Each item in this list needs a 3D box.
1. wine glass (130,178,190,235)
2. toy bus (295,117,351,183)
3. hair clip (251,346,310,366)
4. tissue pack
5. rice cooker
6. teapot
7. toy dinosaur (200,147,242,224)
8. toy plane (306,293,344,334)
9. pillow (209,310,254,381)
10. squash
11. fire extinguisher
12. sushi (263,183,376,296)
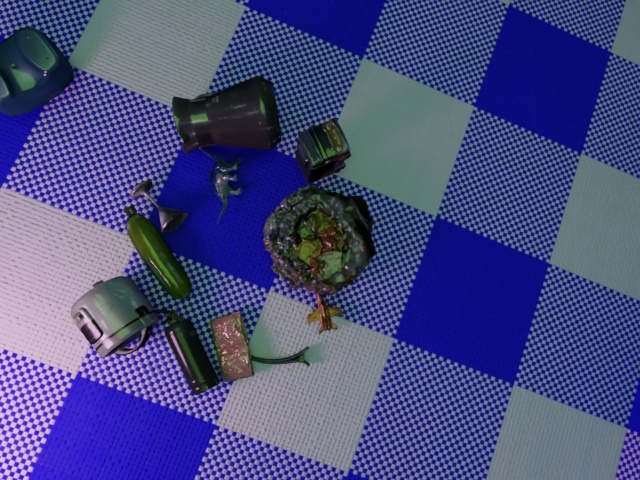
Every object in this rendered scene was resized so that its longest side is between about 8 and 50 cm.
[{"bbox_3d":[-0.567,-0.120,1.515,0.122,0.122,0.183,-43,85,-10],"label":"wine glass"},{"bbox_3d":[0.003,-0.309,1.527,0.167,0.275,0.138,-24,87,-8],"label":"toy bus"},{"bbox_3d":[-0.153,0.420,1.536,0.230,0.039,0.070,-2,85,-7],"label":"hair clip"},{"bbox_3d":[-1.006,-0.564,1.471,0.287,0.206,0.198,-41,99,-9],"label":"tissue pack"},{"bbox_3d":[-0.662,0.255,1.401,0.226,0.226,0.244,-38,91,-10],"label":"rice cooker"},{"bbox_3d":[-0.325,-0.445,1.530,0.344,0.253,0.300,-9,47,-6],"label":"teapot"},{"bbox_3d":[-0.349,-0.231,1.573,0.144,0.076,0.329,-17,81,1],"label":"toy dinosaur"},{"bbox_3d":[0.007,0.242,1.574,0.135,0.062,0.188,-14,71,-9],"label":"toy plane"},{"bbox_3d":[-0.310,0.373,1.511,0.126,0.043,0.232,-14,83,3],"label":"pillow"},{"bbox_3d":[-0.570,0.046,1.498,0.101,0.101,0.378,-33,92,-10],"label":"squash"},{"bbox_3d":[-0.454,0.368,1.467,0.095,0.114,0.311,-27,85,15],"label":"fire extinguisher"},{"bbox_3d":[-0.005,0.001,1.538,0.418,0.176,0.417,1,81,-8],"label":"sushi"}]
